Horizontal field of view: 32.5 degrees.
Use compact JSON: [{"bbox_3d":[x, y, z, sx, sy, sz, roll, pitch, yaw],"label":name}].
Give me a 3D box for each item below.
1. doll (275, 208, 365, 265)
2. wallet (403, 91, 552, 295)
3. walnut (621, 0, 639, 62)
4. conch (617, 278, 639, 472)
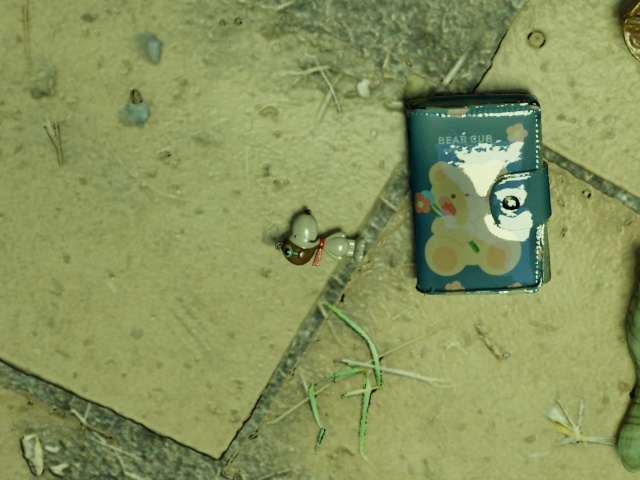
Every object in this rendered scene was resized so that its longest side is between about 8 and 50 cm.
[{"bbox_3d":[0.001,0.007,1.128,0.085,0.040,0.058,27,97,-9],"label":"doll"},{"bbox_3d":[0.159,-0.044,1.099,0.141,0.059,0.202,-3,108,8],"label":"wallet"},{"bbox_3d":[0.343,-0.204,1.045,0.121,0.052,0.091,8,111,0],"label":"walnut"},{"bbox_3d":[0.403,0.086,1.092,0.203,0.169,0.386,40,104,14],"label":"conch"}]
